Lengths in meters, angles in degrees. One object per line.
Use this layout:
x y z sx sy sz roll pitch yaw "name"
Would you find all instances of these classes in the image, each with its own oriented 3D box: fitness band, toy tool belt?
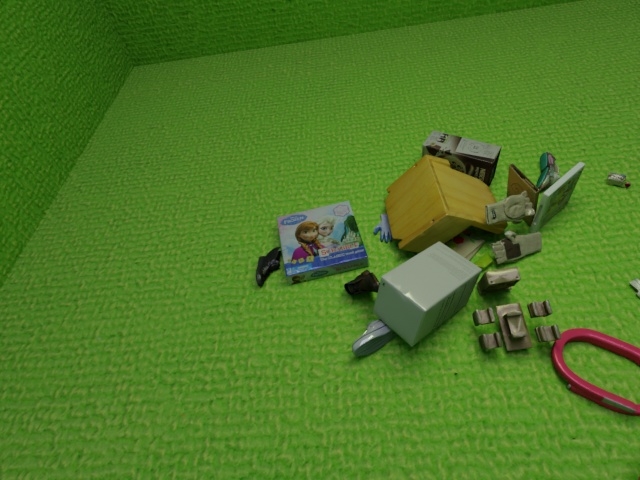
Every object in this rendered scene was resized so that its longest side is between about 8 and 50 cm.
0.825 0.372 1.158 0.291 0.054 0.209 24 55 26 "fitness band"
1.198 -0.248 1.610 0.083 0.052 0.051 21 65 24 "toy tool belt"

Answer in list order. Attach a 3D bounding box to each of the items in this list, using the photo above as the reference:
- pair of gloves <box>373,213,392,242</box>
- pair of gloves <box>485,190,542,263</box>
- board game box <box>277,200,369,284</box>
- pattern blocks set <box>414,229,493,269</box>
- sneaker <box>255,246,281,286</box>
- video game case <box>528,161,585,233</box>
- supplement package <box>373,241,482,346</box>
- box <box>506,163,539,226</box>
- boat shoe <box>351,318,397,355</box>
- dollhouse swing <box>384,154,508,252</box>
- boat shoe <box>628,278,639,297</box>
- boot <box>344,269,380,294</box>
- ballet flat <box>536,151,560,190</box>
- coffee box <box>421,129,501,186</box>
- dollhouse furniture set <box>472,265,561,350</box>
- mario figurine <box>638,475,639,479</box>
0.315 -0.058 1.631 0.198 0.023 0.159 -3 50 7 "pair of gloves"
0.684 -0.041 1.435 0.204 0.240 0.042 -20 12 -12 "pair of gloves"
0.000 0.000 1.610 0.319 0.066 0.318 -14 49 -1 "board game box"
0.517 0.016 1.526 0.325 0.026 0.285 -29 50 -14 "pattern blocks set"
-0.199 0.101 1.571 0.089 0.051 0.170 -9 46 9 "sneaker"
0.872 -0.153 1.486 0.227 0.206 0.026 -36 53 -19 "video game case"
0.340 0.164 1.293 0.293 0.175 0.177 -25 49 -32 "supplement package"
0.763 -0.171 1.526 0.021 0.201 0.164 -24 49 3 "box"
0.188 0.301 1.322 0.226 0.083 0.076 -20 41 -23 "boat shoe"
0.484 -0.110 1.586 0.315 0.305 0.347 -41 36 34 "dollhouse swing"
1.041 0.171 1.300 0.035 0.035 0.100 -32 50 19 "boat shoe"
0.148 0.164 1.386 0.106 0.219 0.082 -29 93 -3 "boot"
0.956 -0.284 1.678 0.079 0.077 0.221 24 56 4 "ballet flat"
0.594 -0.341 1.722 0.297 0.168 0.119 22 58 27 "coffee box"
0.595 0.226 1.284 0.212 0.161 0.242 -11 69 9 "dollhouse furniture set"
0.757 0.596 0.894 0.321 0.170 0.198 -14 83 8 "mario figurine"
